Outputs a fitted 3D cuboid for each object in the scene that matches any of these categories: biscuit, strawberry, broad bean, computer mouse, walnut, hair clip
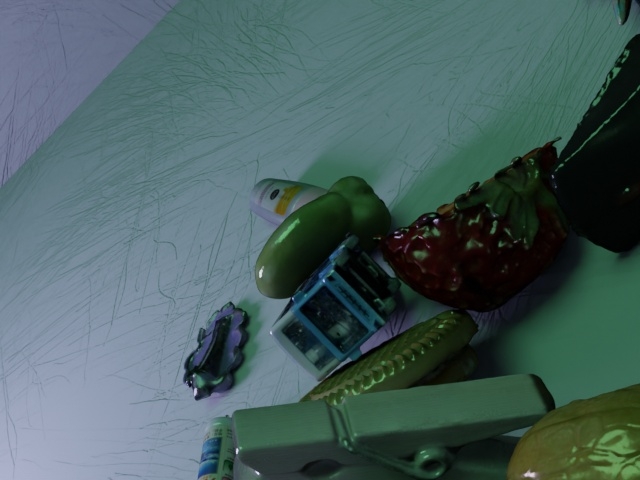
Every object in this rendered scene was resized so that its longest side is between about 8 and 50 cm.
[{"bbox_3d":[0.075,0.167,1.376,0.259,0.079,0.259,-30,0,0],"label":"biscuit"},{"bbox_3d":[0.180,0.013,1.456,0.280,0.150,0.253,-32,-1,36],"label":"strawberry"},{"bbox_3d":[0.000,0.000,1.706,0.228,0.169,0.100,-24,59,-25],"label":"broad bean"},{"bbox_3d":[0.383,-0.120,1.330,0.295,0.168,0.087,-54,32,-6],"label":"computer mouse"},{"bbox_3d":[0.275,0.217,1.043,0.225,0.193,0.193,-18,41,28],"label":"walnut"},{"bbox_3d":[0.075,0.208,1.215,0.330,0.101,0.085,-4,37,-10],"label":"hair clip"},{"bbox_3d":[-0.170,0.167,1.832,0.124,0.052,0.195,-23,33,28],"label":"hair clip"}]

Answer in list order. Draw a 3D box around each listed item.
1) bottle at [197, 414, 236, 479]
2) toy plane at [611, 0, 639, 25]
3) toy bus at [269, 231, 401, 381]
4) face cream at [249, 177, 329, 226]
[{"bbox_3d":[-0.137,0.334,1.580,0.060,0.060,0.217,-31,34,27],"label":"bottle"},{"bbox_3d":[0.429,-0.391,1.655,0.223,0.104,0.326,-25,41,36],"label":"toy plane"},{"bbox_3d":[0.024,0.077,1.516,0.131,0.106,0.297,-44,2,11],"label":"toy bus"},{"bbox_3d":[-0.046,-0.057,1.923,0.084,0.057,0.198,-55,30,-11],"label":"face cream"}]
